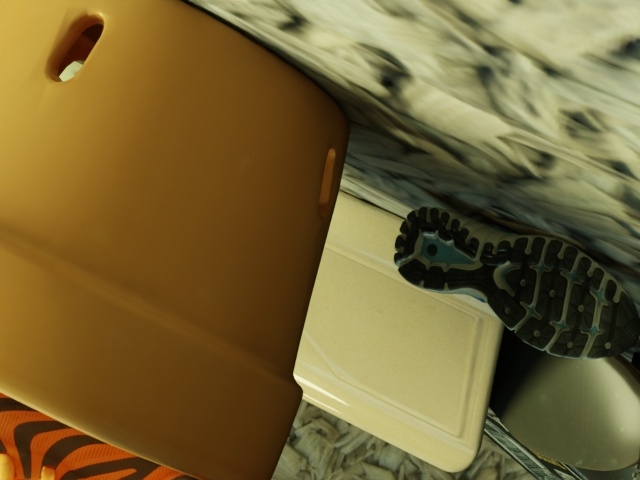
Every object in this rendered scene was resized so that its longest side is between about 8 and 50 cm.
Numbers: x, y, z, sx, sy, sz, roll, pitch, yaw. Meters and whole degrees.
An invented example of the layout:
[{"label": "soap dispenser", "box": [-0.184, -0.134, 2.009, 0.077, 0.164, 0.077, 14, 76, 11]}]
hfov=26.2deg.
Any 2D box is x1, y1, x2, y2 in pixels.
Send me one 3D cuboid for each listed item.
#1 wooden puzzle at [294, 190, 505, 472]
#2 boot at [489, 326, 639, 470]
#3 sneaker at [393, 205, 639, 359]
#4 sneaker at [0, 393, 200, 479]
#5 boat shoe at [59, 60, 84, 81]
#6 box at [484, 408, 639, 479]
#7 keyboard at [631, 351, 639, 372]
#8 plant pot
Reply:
[{"label": "wooden puzzle", "box": [0.040, 0.061, 1.088, 0.221, 0.044, 0.239, 25, 140, 18]}, {"label": "boot", "box": [0.186, 0.101, 1.128, 0.115, 0.112, 0.305, 7, -170, -33]}, {"label": "sneaker", "box": [0.126, 0.020, 0.832, 0.162, 0.063, 0.073, 28, -166, 34]}, {"label": "sneaker", "box": [-0.130, 0.135, 0.677, 0.321, 0.125, 0.180, 17, 174, -18]}, {"label": "boat shoe", "box": [-0.263, -0.125, 0.985, 0.257, 0.095, 0.095, 27, 174, -7]}, {"label": "box", "box": [0.222, 0.181, 1.425, 0.242, 0.076, 0.307, 41, 173, -5]}, {"label": "keyboard", "box": [0.288, 0.119, 1.014, 0.100, 0.038, 0.192, 28, 173, -17]}, {"label": "plant pot", "box": [-0.114, -0.017, 0.749, 0.290, 0.203, 0.291, 27, 174, 3]}]
